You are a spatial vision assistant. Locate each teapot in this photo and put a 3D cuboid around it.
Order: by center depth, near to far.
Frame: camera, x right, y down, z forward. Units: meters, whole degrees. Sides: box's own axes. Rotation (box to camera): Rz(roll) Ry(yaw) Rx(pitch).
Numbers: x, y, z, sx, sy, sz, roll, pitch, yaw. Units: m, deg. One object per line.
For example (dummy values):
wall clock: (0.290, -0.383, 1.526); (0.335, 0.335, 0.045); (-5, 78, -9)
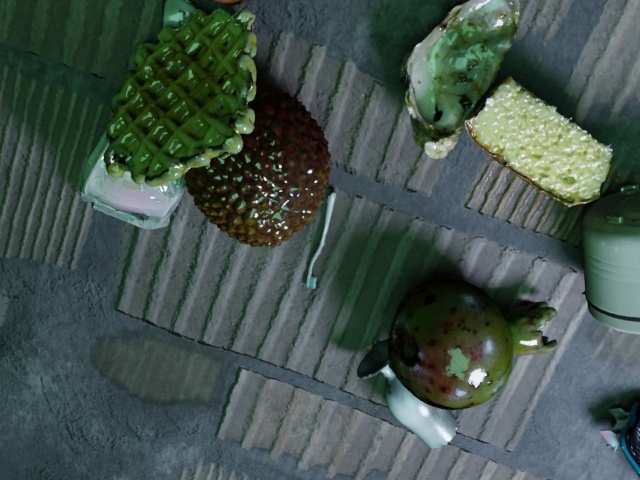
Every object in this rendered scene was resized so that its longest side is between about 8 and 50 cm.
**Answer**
teapot: (-0.328, -0.099, 1.619); (0.178, 0.163, 0.221); (30, 114, -11)

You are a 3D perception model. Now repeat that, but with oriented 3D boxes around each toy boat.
toy boat: (0.659, 0.444, 1.774); (0.299, 0.134, 0.092); (51, 146, -17)

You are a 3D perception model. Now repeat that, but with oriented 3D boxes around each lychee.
lychee: (-0.102, -0.120, 1.525); (0.268, 0.267, 0.267); (3, 113, 6)

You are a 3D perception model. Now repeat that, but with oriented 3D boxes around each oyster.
oyster: (0.232, -0.289, 1.516); (0.166, 0.094, 0.294); (42, 94, -8)

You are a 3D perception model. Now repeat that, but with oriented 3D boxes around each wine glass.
wine glass: (0.171, 0.298, 1.764); (0.103, 0.103, 0.222); (-35, 108, 19)

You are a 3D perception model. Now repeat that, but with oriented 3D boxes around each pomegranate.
pomegranate: (0.264, 0.165, 1.654); (0.242, 0.306, 0.242); (37, 142, 35)

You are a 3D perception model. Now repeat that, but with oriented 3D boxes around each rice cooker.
rice cooker: (0.557, 0.041, 1.543); (0.226, 0.226, 0.244); (-5, 109, 9)

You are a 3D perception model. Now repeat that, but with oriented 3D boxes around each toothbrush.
toothbrush: (0.000, 0.000, 1.699); (0.022, 0.017, 0.204); (18, 115, 11)

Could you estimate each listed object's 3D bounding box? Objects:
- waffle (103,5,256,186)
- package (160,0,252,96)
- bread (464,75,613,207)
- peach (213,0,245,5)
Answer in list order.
waffle: (-0.219, -0.229, 1.462); (0.297, 0.317, 0.073); (-9, 150, 30)
package: (-0.206, -0.301, 1.587); (0.166, 0.040, 0.232); (13, 122, 4)
bread: (0.356, -0.168, 1.523); (0.260, 0.134, 0.129); (33, 103, -11)
peach: (-0.152, -0.473, 1.399); (0.214, 0.235, 0.214); (1, 103, 5)
